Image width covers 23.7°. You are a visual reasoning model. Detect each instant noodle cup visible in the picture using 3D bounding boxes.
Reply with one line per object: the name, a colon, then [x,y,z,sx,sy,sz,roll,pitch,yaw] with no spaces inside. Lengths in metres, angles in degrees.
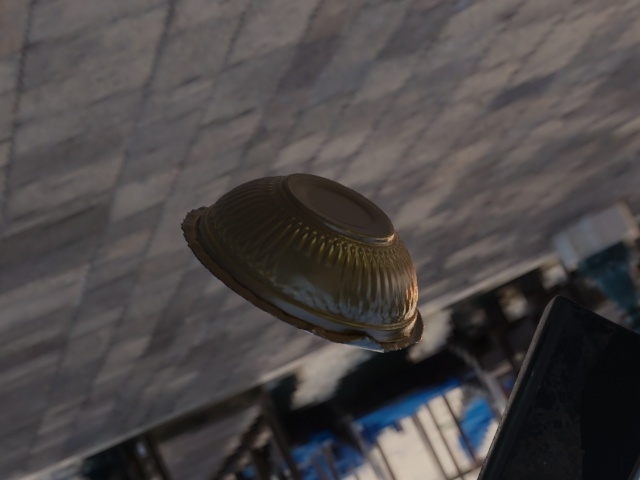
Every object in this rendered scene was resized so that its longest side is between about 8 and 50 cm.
instant noodle cup: [0.000,0.000,1.537,0.274,0.274,0.090,-7,128,-56]

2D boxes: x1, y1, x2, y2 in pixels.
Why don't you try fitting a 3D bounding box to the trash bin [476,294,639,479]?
trash bin: [0.276,0.199,1.632,0.115,0.165,0.225,92,24,-78]
